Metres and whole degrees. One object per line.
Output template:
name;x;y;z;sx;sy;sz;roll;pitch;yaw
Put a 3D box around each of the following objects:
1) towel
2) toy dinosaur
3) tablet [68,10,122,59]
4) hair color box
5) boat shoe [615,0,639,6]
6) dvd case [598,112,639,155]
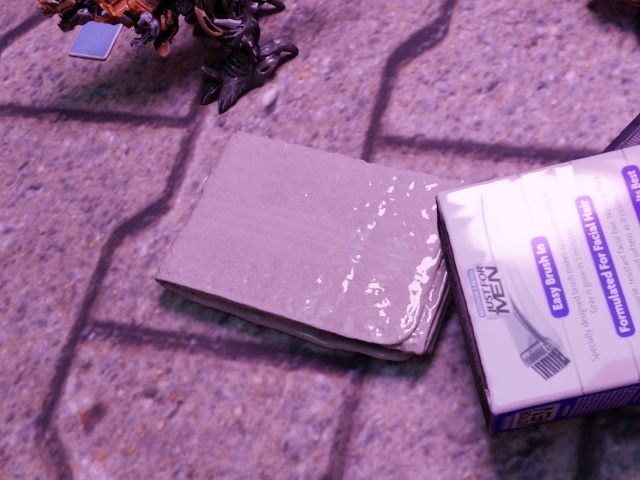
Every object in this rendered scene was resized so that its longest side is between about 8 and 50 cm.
towel;0.000;0.000;0.894;0.282;0.049;0.187;16;66;22
toy dinosaur;-0.118;-0.262;0.969;0.322;0.218;0.164;3;62;17
tablet;-0.264;-0.253;1.127;0.054;0.006;0.083;11;67;20
hair color box;0.276;0.023;0.746;0.339;0.110;0.185;-12;68;3
boat shoe;0.319;-0.282;0.934;0.123;0.123;0.342;-32;63;26
dvd case;0.322;-0.038;0.842;0.221;0.018;0.164;-45;61;-9
